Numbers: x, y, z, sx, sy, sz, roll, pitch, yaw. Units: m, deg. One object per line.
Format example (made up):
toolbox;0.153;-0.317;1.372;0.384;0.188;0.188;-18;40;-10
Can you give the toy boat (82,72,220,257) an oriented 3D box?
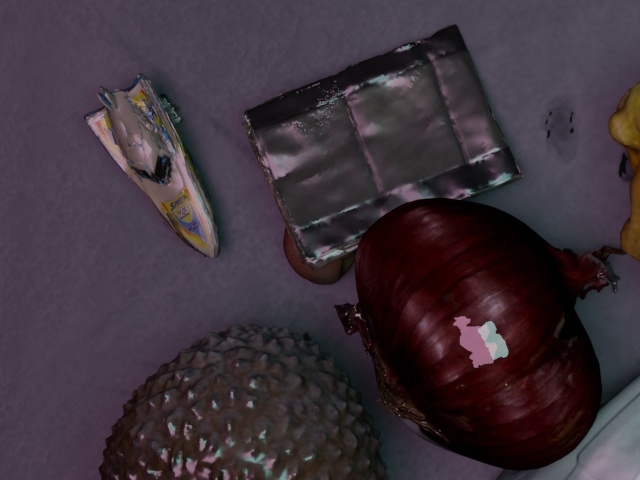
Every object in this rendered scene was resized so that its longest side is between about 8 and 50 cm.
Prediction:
toy boat;-0.159;-0.072;1.670;0.084;0.066;0.210;-33;86;20

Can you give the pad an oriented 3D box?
pad;0.058;-0.091;1.575;0.233;0.022;0.174;-22;78;1

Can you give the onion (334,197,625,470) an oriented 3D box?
onion;0.170;0.065;1.483;0.285;0.273;0.273;-32;85;-4

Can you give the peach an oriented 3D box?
peach;0.000;0.002;1.617;0.083;0.083;0.083;2;96;18

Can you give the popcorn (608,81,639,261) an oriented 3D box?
popcorn;0.380;-0.057;1.403;0.297;0.281;0.316;21;120;-16

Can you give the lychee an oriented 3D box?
lychee;-0.074;0.228;1.567;0.300;0.300;0.300;2;96;18

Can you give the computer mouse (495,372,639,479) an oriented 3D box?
computer mouse;0.297;0.239;1.528;0.371;0.122;0.188;-41;83;14
